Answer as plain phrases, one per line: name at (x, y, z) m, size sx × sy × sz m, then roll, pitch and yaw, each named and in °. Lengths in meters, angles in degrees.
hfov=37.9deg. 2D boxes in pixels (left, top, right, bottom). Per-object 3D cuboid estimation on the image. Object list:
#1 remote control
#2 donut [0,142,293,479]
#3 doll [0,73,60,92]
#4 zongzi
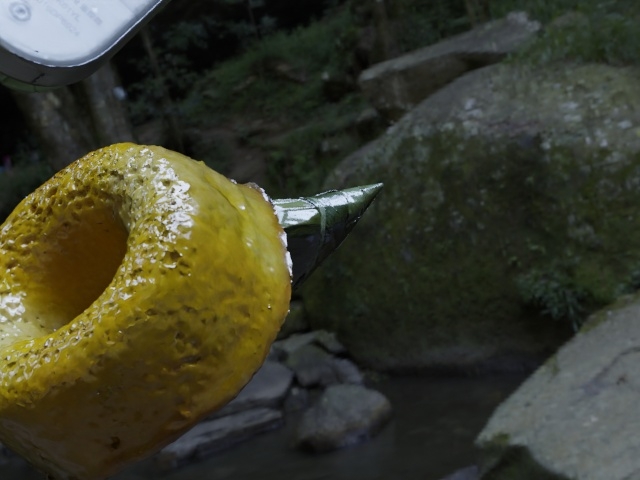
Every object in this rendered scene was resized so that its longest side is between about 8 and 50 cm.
remote control at (-0.095, -0.164, 0.484) m, size 0.022 × 0.077 × 0.245 m, roll -35°, pitch 17°, yaw 50°
donut at (-0.162, 0.043, 0.693) m, size 0.277 × 0.278 × 0.108 m, roll -14°, pitch -38°, yaw 32°
doll at (-0.364, -0.291, 0.986) m, size 0.268 × 0.284 × 0.216 m, roll -10°, pitch 22°, yaw 17°
zongzi at (0.000, 0.000, 0.869) m, size 0.119 × 0.055 × 0.109 m, roll -17°, pitch -36°, yaw -24°
